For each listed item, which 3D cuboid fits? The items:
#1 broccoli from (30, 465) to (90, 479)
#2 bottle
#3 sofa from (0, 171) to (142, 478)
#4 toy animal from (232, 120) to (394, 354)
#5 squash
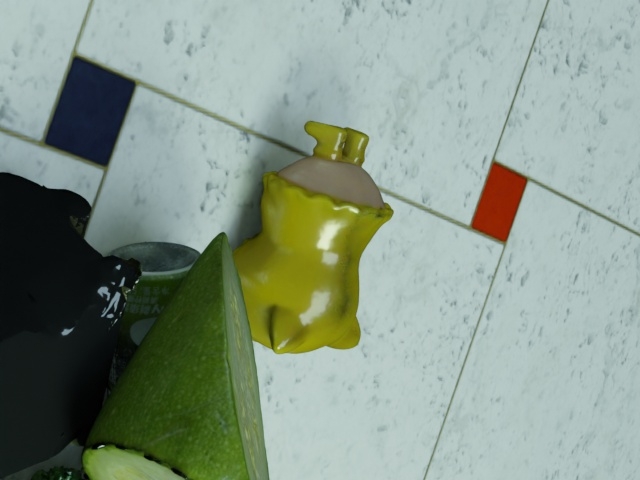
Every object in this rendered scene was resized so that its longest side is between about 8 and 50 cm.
[{"bbox_3d":[-0.208,0.274,1.564,0.195,0.156,0.195,-43,159,-21],"label":"broccoli"},{"bbox_3d":[-0.153,0.169,1.649,0.093,0.093,0.330,-20,119,-45],"label":"bottle"},{"bbox_3d":[-0.297,0.075,1.422,0.258,0.182,0.200,-20,137,-44],"label":"sofa"},{"bbox_3d":[-0.003,0.000,1.727,0.156,0.156,0.229,4,97,-51],"label":"toy animal"},{"bbox_3d":[-0.070,0.127,1.489,0.260,0.189,0.189,-56,139,-31],"label":"squash"}]
